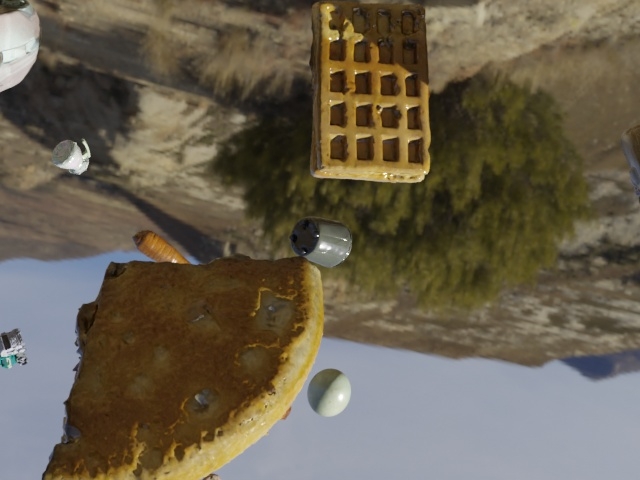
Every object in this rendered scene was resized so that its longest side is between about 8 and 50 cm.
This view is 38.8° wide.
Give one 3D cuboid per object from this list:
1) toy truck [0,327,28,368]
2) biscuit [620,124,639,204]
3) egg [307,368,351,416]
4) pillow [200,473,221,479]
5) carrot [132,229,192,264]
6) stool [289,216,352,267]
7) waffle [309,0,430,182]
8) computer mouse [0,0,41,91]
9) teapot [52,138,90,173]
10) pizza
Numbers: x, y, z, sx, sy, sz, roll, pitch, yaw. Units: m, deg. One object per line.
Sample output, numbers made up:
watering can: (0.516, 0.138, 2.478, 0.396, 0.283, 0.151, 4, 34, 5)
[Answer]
toy truck: (-0.469, 0.166, 1.374, 0.044, 0.039, 0.083, -17, 159, -23)
biscuit: (0.549, -0.091, 1.518, 0.049, 0.208, 0.181, -18, 174, 19)
egg: (0.022, 0.402, 2.387, 0.114, 0.152, 0.114, 7, -137, -6)
pillow: (-0.219, 0.584, 1.841, 0.034, 0.211, 0.135, -4, -155, 40)
carrot: (-0.268, 0.050, 1.739, 0.216, 0.048, 0.048, 39, 171, -22)
stool: (0.000, 0.000, 1.786, 0.096, 0.096, 0.110, 15, 180, 42)
waffle: (0.087, -0.270, 1.632, 0.224, 0.327, 0.098, 2, 172, -14)
computer mouse: (-0.651, -0.389, 1.827, 0.115, 0.199, 0.389, 8, -147, 4)
teapot: (-0.535, -0.184, 1.976, 0.064, 0.083, 0.064, 58, -172, 34)
pizza: (-0.165, 0.141, 1.042, 0.278, 0.409, 0.114, 33, 147, 20)
